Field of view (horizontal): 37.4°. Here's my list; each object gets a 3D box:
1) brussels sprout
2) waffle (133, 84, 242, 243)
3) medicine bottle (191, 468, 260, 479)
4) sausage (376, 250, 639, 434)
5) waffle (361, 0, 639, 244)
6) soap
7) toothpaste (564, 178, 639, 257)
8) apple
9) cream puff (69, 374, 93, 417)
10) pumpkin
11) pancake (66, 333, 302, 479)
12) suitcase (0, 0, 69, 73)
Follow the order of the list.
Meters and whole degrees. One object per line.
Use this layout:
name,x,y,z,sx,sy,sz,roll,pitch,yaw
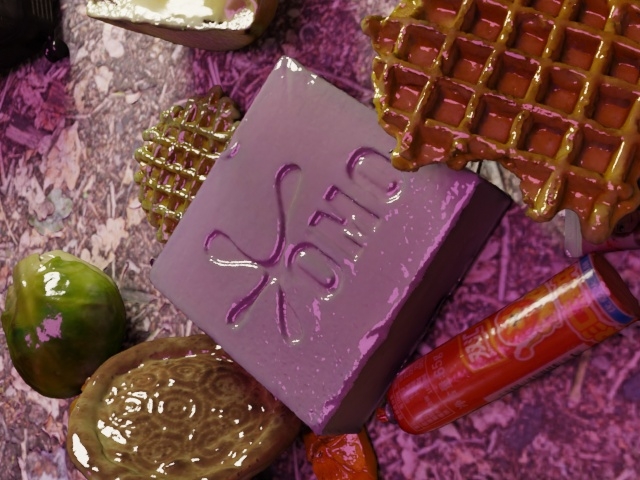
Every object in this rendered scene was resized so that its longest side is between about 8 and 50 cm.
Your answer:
brussels sprout,-0.312,0.100,1.156,0.181,0.143,0.161,71,157,12
waffle,-0.155,-0.090,1.133,0.183,0.036,0.169,-33,66,25
medicine bottle,-0.188,0.349,1.019,0.273,0.165,0.165,-24,72,25
sausage,0.162,0.109,0.883,0.274,0.074,0.074,-36,67,26
waffle,0.185,-0.144,0.842,0.281,0.058,0.301,-42,67,-8
soap,0.000,0.000,0.973,0.285,0.107,0.296,35,98,31
toothpaste,0.331,-0.036,0.805,0.266,0.061,0.096,-3,83,39
apple,-0.136,-0.316,1.102,0.265,0.120,0.193,12,79,31
cream puff,-0.216,0.213,1.089,0.103,0.126,0.144,-43,66,-4
pumpkin,0.019,0.220,0.985,0.073,0.035,0.101,-32,66,23
pancake,-0.146,0.179,1.001,0.250,0.250,0.031,24,134,33
suitcase,-0.500,-0.387,1.330,0.229,0.152,0.335,-18,73,29
